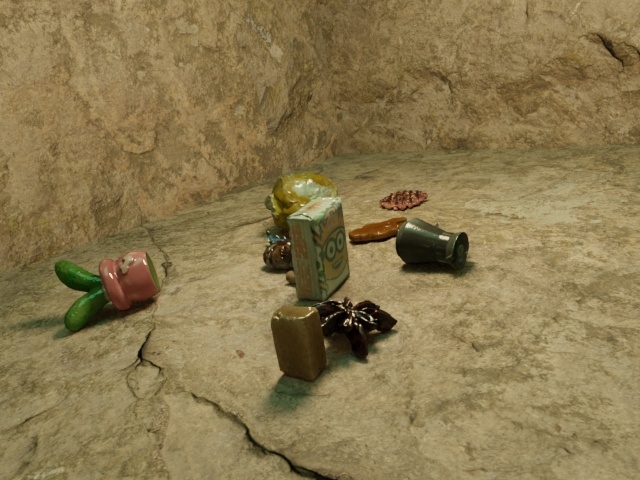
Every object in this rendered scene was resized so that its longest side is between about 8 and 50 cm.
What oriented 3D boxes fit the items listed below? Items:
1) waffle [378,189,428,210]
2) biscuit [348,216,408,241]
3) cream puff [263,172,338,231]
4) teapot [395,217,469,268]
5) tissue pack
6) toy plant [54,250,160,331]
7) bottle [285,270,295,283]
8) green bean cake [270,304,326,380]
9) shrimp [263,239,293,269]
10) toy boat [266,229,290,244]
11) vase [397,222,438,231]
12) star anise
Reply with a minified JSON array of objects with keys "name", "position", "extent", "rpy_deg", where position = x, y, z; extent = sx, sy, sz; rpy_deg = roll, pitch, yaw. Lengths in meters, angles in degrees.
[{"name":"waffle","position":[0.434,-0.212,2.602],"extent":[0.234,0.055,0.221],"rpy_deg":[-28,26,-29]},{"name":"biscuit","position":[0.267,-0.044,2.213],"extent":[0.296,0.044,0.186],"rpy_deg":[-13,15,-11]},{"name":"cream puff","position":[-0.087,-0.165,2.486],"extent":[0.379,0.275,0.378],"rpy_deg":[5,43,-4]},{"name":"teapot","position":[0.409,0.011,1.792],"extent":[0.225,0.170,0.203],"rpy_deg":[13,27,38]},{"name":"tissue pack","position":[-0.001,0.025,1.735],"extent":[0.128,0.310,0.228],"rpy_deg":[4,24,27]},{"name":"toy plant","position":[-0.815,0.160,1.927],"extent":[0.357,0.210,0.316],"rpy_deg":[-24,60,-5]},{"name":"bottle","position":[-0.085,0.142,1.857],"extent":[0.045,0.045,0.097],"rpy_deg":[-25,25,-37]},{"name":"green bean cake","position":[-0.055,0.259,1.280],"extent":[0.109,0.179,0.085],"rpy_deg":[5,23,33]},{"name":"shrimp","position":[-0.080,0.051,2.019],"extent":[0.344,0.116,0.145],"rpy_deg":[-1,35,27]},{"name":"toy boat","position":[-0.188,-0.001,2.291],"extent":[0.075,0.077,0.186],"rpy_deg":[-23,22,-31]},{"name":"vase","position":[0.408,-0.037,2.084],"extent":[0.167,0.059,0.059],"rpy_deg":[-6,19,14]},{"name":"star anise","position":[0.080,0.226,1.403],"extent":[0.213,0.129,0.283],"rpy_deg":[10,18,34]}]
